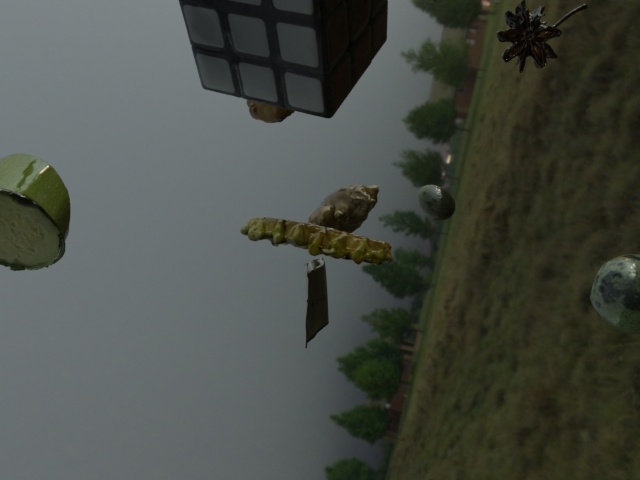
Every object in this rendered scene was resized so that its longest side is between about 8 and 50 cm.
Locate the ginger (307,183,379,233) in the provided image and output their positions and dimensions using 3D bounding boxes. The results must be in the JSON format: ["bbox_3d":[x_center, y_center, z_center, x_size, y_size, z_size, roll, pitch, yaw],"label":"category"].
[{"bbox_3d":[0.065,-0.085,1.591,0.218,0.123,0.270,-32,-9,-19],"label":"ginger"}]

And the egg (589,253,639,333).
[{"bbox_3d":[0.550,0.093,1.039,0.181,0.141,0.141,26,-105,-54],"label":"egg"}]

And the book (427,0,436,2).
[{"bbox_3d":[0.179,-0.475,1.020,0.077,0.014,0.111,-16,-75,-57],"label":"book"}]

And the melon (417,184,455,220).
[{"bbox_3d":[0.352,-0.117,1.798,0.098,0.131,0.098,-27,-35,-21],"label":"melon"}]

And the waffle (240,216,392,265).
[{"bbox_3d":[-0.009,-0.002,1.255,0.329,0.328,0.062,6,-82,-81],"label":"waffle"}]

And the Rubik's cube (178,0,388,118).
[{"bbox_3d":[-0.059,-0.458,1.107,0.305,0.300,0.304,-56,-26,-35],"label":"Rubik's cube"}]

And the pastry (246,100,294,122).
[{"bbox_3d":[-0.141,-0.519,1.887,0.162,0.255,0.311,40,-157,-35],"label":"pastry"}]

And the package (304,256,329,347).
[{"bbox_3d":[-0.022,0.172,1.699,0.251,0.062,0.204,-43,-48,-73],"label":"package"}]

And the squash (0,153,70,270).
[{"bbox_3d":[-0.604,-0.046,1.180,0.133,0.219,0.220,-87,2,-55],"label":"squash"}]

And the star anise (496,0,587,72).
[{"bbox_3d":[0.544,-0.502,1.463,0.073,0.233,0.178,-113,24,-84],"label":"star anise"}]
